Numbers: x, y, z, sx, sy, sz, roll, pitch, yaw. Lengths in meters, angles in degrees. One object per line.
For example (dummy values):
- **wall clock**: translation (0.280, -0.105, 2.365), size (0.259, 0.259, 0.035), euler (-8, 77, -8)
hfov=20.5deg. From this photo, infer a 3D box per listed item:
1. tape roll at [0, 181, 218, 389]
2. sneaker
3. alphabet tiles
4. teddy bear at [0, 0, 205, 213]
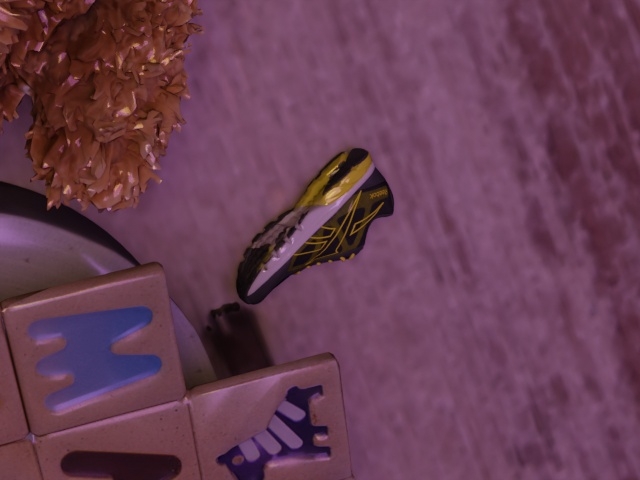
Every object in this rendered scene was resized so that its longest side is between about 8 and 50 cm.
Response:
- **tape roll**: translation (-0.149, 0.087, 0.706), size (0.219, 0.072, 0.219), euler (-4, 103, -18)
- **sneaker**: translation (0.000, 0.000, 0.757), size (0.083, 0.031, 0.035), euler (-46, 112, -4)
- **alphabet tiles**: translation (-0.148, 0.153, 0.659), size (0.343, 0.011, 0.285), euler (-14, 124, -11)
- **teddy bear**: translation (-0.136, -0.114, 0.631), size (0.245, 0.113, 0.338), euler (28, 80, 2)
